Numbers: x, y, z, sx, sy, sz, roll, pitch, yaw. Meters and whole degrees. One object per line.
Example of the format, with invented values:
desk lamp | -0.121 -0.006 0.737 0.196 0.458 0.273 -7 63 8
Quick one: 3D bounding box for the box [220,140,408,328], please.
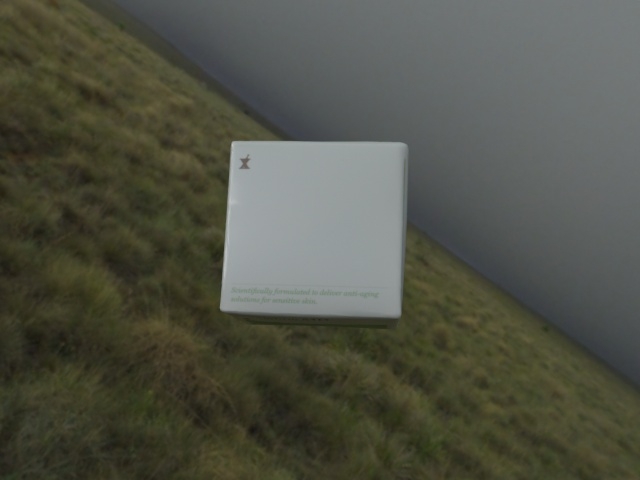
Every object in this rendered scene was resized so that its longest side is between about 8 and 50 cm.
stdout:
box | 0.000 0.000 0.404 0.101 0.101 0.087 2 -12 5
